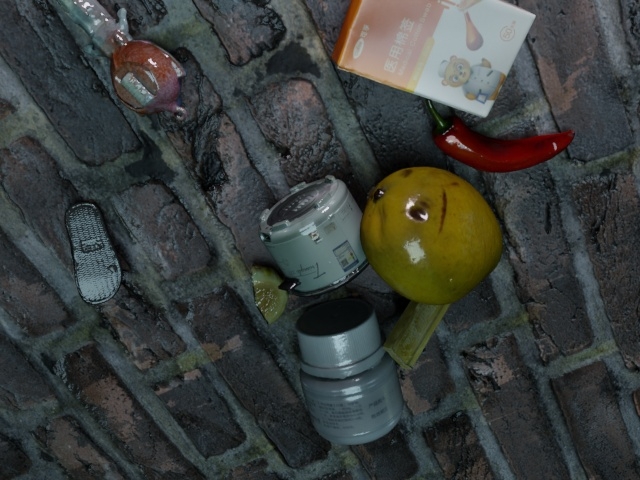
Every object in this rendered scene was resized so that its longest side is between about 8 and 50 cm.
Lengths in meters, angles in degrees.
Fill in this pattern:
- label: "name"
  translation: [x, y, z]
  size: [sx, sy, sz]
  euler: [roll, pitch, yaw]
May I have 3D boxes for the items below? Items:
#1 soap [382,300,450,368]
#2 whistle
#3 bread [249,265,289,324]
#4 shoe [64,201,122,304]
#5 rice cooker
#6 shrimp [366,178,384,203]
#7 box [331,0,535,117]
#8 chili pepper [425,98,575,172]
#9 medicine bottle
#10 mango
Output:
- label: "soap"
  translation: [0.251, 0.191, 1.602]
  size: [0.092, 0.037, 0.252]
  euler: [48, 64, -25]
- label: "whistle"
  translation: [-0.394, -0.375, 1.302]
  size: [0.346, 0.134, 0.142]
  euler: [47, 143, -15]
- label: "bread"
  translation: [-0.127, 0.121, 1.600]
  size: [0.094, 0.083, 0.157]
  euler: [-27, 118, 8]
- label: "shoe"
  translation: [-0.535, 0.027, 1.532]
  size: [0.108, 0.093, 0.241]
  euler: [-13, 97, -15]
- label: "rice cooker"
  translation: [0.000, 0.000, 1.459]
  size: [0.280, 0.241, 0.227]
  euler: [-43, 114, -25]
- label: "shrimp"
  translation: [0.195, -0.113, 1.517]
  size: [0.180, 0.041, 0.099]
  euler: [-24, 120, 7]
- label: "box"
  translation: [0.214, -0.415, 1.300]
  size: [0.341, 0.143, 0.225]
  euler: [16, 116, -12]
- label: "chili pepper"
  translation: [0.383, -0.222, 1.455]
  size: [0.368, 0.092, 0.137]
  euler: [9, 104, -17]
- label: "medicine bottle"
  translation: [0.068, 0.323, 1.628]
  size: [0.244, 0.245, 0.307]
  euler: [-12, 109, 3]
- label: "mango"
  translation: [0.267, -0.006, 1.410]
  size: [0.220, 0.302, 0.444]
  euler: [-22, 157, 40]
